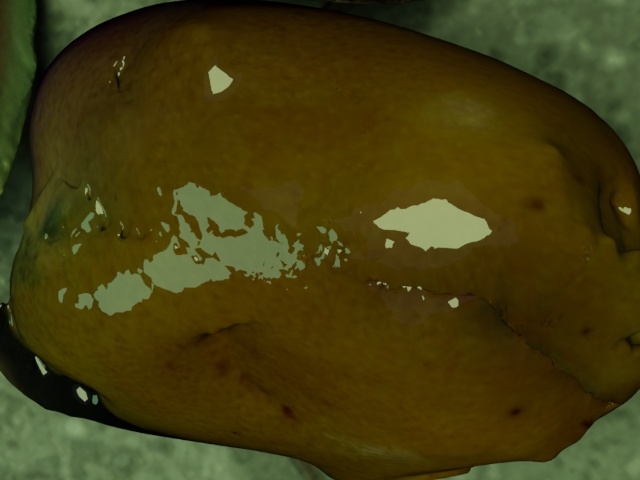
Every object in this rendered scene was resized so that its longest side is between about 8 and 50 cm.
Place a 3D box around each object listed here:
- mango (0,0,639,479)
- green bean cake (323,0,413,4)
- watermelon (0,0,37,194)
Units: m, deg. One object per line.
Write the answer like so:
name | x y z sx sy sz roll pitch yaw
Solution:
mango | 0.000 0.000 0.519 0.287 0.152 0.201 11 142 17
green bean cake | -0.015 -0.130 0.532 0.135 0.136 0.056 9 103 18
watermelon | -0.249 -0.103 0.576 0.256 0.176 0.260 -23 107 -10
